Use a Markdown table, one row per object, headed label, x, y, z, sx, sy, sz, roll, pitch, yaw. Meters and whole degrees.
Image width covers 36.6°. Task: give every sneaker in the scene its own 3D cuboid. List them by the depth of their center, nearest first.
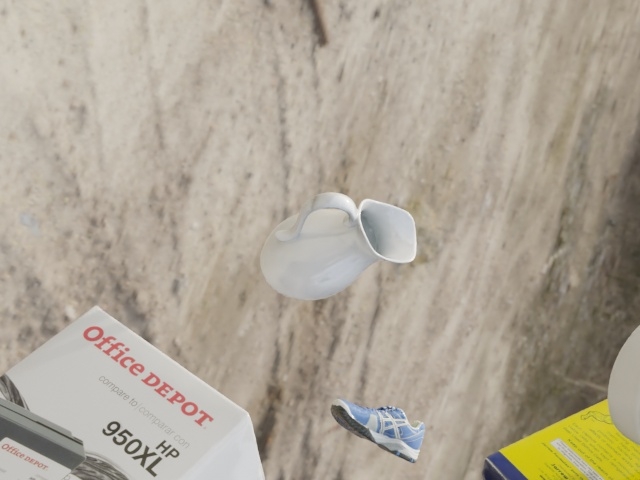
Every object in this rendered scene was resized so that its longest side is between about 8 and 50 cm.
| label | x | y | z | sx | sy | sz | roll | pitch | yaw |
| --- | --- | --- | --- | --- | --- | --- | --- | --- | --- |
| sneaker | 0.109 | 0.344 | 1.833 | 0.211 | 0.080 | 0.081 | 32 | 78 | -25 |

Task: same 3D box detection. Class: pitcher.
| label | x | y | z | sx | sy | sz | roll | pitch | yaw |
| --- | --- | --- | --- | --- | --- | --- | --- | --- | --- |
| pitcher | 0.000 | 0.000 | 1.329 | 0.177 | 0.207 | 0.126 | 31 | 52 | -38 |

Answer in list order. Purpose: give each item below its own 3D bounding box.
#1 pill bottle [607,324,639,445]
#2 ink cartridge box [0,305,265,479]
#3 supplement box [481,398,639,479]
| label | x | y | z | sx | sy | sz | roll | pitch | yaw |
| --- | --- | --- | --- | --- | --- | --- | --- | --- | --- |
| pill bottle | 0.547 | 0.227 | 1.129 | 0.224 | 0.392 | 0.224 | -10 | 109 | -29 |
| ink cartridge box | -0.299 | 0.296 | 1.093 | 0.395 | 0.285 | 0.166 | -40 | 143 | -31 |
| supplement box | 0.414 | 0.373 | 1.391 | 0.356 | 0.195 | 0.194 | -17 | 130 | -28 |
